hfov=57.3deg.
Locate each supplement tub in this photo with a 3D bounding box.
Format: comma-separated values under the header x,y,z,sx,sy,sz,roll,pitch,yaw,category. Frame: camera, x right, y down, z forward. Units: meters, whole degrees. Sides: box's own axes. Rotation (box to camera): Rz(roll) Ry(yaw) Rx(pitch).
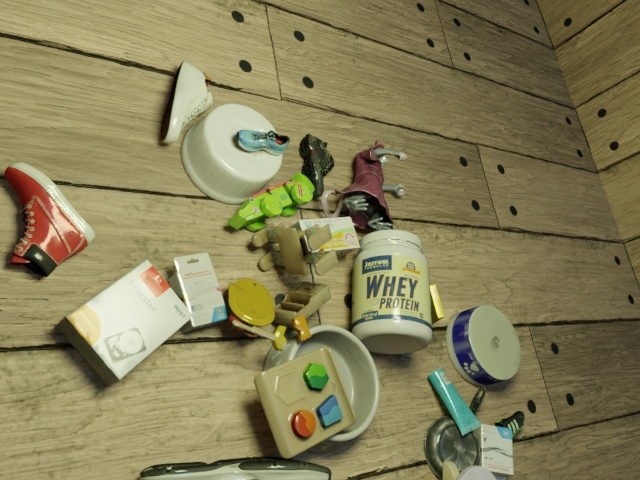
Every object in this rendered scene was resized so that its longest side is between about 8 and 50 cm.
x,y,z,sx,sy,sz,roll,pitch,yaw,category
0.211,0.156,1.757,0.236,0.235,0.324,19,58,-29,supplement tub

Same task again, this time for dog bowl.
x,y,z,sx,sy,sz,roll,pitch,yaw,category
0.562,0.360,2.014,0.265,0.104,0.264,16,60,-31,dog bowl
0.014,0.388,1.585,0.349,0.102,0.348,17,59,-31,dog bowl

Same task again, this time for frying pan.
x,y,z,sx,sy,sz,roll,pitch,yaw,category
0.459,0.611,1.814,0.326,0.053,0.197,-24,79,-28,frying pan

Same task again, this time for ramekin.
x,y,z,sx,sy,sz,roll,pitch,yaw,category
-0.243,-0.255,1.676,0.277,0.135,0.277,17,59,-31,ramekin

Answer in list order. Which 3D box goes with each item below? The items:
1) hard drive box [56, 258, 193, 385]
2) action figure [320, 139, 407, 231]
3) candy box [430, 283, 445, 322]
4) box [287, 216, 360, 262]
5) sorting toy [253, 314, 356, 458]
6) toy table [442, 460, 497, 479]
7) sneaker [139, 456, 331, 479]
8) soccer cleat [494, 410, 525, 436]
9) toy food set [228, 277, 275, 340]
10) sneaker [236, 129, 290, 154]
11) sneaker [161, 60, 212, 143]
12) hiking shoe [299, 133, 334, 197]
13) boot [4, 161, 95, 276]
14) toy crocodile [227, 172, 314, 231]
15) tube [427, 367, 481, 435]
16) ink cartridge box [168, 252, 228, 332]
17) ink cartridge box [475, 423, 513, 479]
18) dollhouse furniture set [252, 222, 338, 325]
x,y,z,sx,sy,sz,roll,pitch,yaw,category
-0.443,0.184,1.343,0.181,0.089,0.232,51,48,-6,hard drive box
0.154,-0.189,1.961,0.276,0.248,0.370,-3,48,6,action figure
0.345,0.213,1.864,0.027,0.206,0.105,-13,74,-8,candy box
0.000,0.000,1.752,0.203,0.114,0.103,-5,72,-40,box
-0.047,0.350,1.455,0.229,0.041,0.307,-15,80,-36,sorting toy
0.391,0.761,1.623,0.252,0.161,0.274,21,71,-17,toy table
-0.182,0.627,1.307,0.448,0.169,0.257,7,73,-26,sneaker
0.632,0.623,1.973,0.072,0.060,0.179,51,50,3,soccer cleat
-0.190,0.189,1.512,0.128,0.071,0.217,21,29,-21,toy food set
-0.156,-0.285,1.615,0.162,0.073,0.063,2,68,-36,sneaker
-0.367,-0.382,1.660,0.123,0.106,0.289,22,56,-25,sneaker
0.003,-0.239,1.888,0.114,0.086,0.226,8,63,-31,hiking shoe
-0.650,-0.044,1.300,0.244,0.088,0.176,51,50,-11,boot
-0.135,-0.114,1.706,0.341,0.115,0.105,-28,85,-44,toy crocodile
0.413,0.498,1.823,0.080,0.052,0.207,-19,60,-25,tube
-0.315,0.130,1.484,0.104,0.062,0.181,-9,75,-40,ink cartridge box
0.549,0.684,1.852,0.104,0.060,0.180,10,59,-4,ink cartridge box
-0.080,0.085,1.591,0.161,0.212,0.241,-36,120,-43,dollhouse furniture set
